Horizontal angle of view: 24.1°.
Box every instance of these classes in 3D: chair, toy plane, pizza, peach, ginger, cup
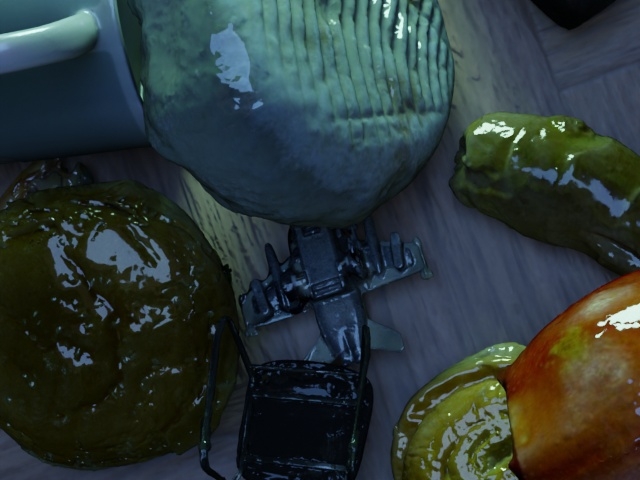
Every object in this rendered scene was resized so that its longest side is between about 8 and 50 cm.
[{"bbox_3d":[-0.017,0.180,1.380,0.140,0.221,0.145,4,63,10],"label":"chair"},{"bbox_3d":[-0.003,-0.002,1.444,0.192,0.088,0.262,-20,79,10],"label":"toy plane"},{"bbox_3d":[-0.253,0.020,1.501,0.195,0.052,0.185,28,91,11],"label":"pizza"},{"bbox_3d":[0.307,0.154,1.263,0.338,0.281,0.281,-11,80,-10],"label":"peach"},{"bbox_3d":[0.247,-0.041,1.401,0.263,0.109,0.116,29,71,11],"label":"ginger"},{"bbox_3d":[-0.295,-0.187,1.386,0.274,0.357,0.259,-7,105,11],"label":"cup"}]

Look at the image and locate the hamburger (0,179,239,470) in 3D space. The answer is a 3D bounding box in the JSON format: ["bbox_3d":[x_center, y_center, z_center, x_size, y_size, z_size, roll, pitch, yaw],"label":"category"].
[{"bbox_3d":[-0.208,0.086,1.412,0.265,0.134,0.285,-9,98,2],"label":"hamburger"}]

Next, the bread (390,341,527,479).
[{"bbox_3d":[0.174,0.219,1.370,0.198,0.120,0.236,-34,77,8],"label":"bread"}]

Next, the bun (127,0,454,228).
[{"bbox_3d":[-0.031,-0.170,1.372,0.194,0.354,0.354,-20,78,41],"label":"bun"}]

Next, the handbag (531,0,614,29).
[{"bbox_3d":[0.218,-0.344,1.412,0.181,0.181,0.254,-45,81,3],"label":"handbag"}]
